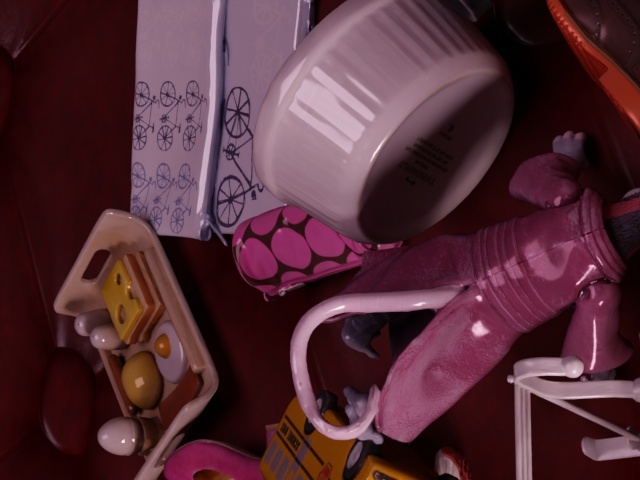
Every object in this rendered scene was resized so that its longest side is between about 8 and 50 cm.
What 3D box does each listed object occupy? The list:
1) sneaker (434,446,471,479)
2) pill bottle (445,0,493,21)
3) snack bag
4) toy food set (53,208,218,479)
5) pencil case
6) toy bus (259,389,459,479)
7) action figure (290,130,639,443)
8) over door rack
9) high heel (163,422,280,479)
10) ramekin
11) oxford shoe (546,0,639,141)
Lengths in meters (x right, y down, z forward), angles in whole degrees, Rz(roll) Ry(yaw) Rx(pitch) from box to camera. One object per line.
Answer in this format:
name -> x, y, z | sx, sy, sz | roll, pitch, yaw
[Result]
sneaker -> 0.097, 0.315, 1.888 | 0.092, 0.088, 0.225 | 17, 103, 5
pill bottle -> 0.187, -0.318, 1.751 | 0.219, 0.123, 0.123 | -48, 47, 1
snack bag -> -0.127, -0.156, 2.254 | 0.342, 0.037, 0.323 | 5, 92, 50
toy food set -> -0.245, 0.142, 2.313 | 0.220, 0.092, 0.306 | -57, 49, 43
pencil case -> 0.000, 0.000, 2.049 | 0.209, 0.095, 0.098 | -20, 72, 46
toy bus -> 0.034, 0.245, 1.871 | 0.130, 0.108, 0.332 | -62, 15, 2
action figure -> 0.167, 0.022, 1.695 | 0.370, 0.275, 0.248 | -29, 70, 24
over door rack -> 0.245, 0.246, 1.576 | 0.108, 0.324, 0.240 | -5, 71, 20
high heel -> -0.096, 0.289, 2.158 | 0.244, 0.082, 0.117 | -16, 65, 36
ramekin -> 0.075, -0.117, 1.842 | 0.127, 0.273, 0.273 | 42, 120, 29
oxford shoe -> 0.290, -0.189, 1.732 | 0.098, 0.097, 0.271 | -34, 50, 8
